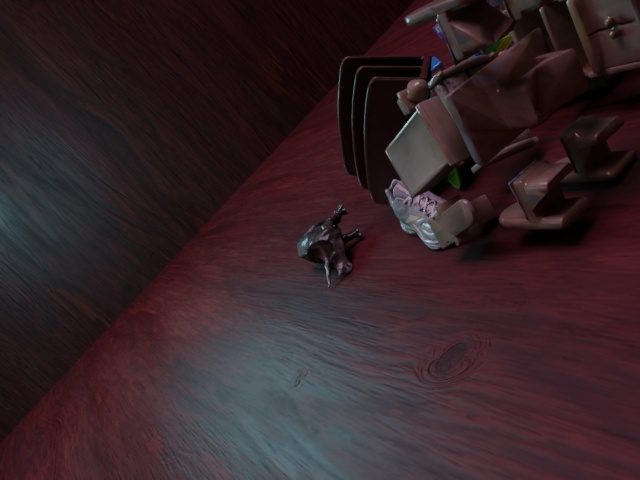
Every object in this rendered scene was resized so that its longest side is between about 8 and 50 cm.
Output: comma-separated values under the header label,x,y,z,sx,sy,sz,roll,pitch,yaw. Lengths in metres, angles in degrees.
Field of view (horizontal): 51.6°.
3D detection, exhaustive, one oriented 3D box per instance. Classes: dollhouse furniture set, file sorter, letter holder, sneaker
label,x,y,z,sx,sy,sz,roll,pitch,yaw
dollhouse furniture set,0.336,-0.272,1.076,0.394,0.362,0.256,-38,19,-23
file sorter,0.318,-0.455,2.006,0.170,0.104,0.118,-40,18,15
letter holder,0.134,-0.247,1.492,0.214,0.302,0.152,4,34,11
sneaker,0.201,-0.063,1.325,0.099,0.121,0.262,-45,19,-8
dollhouse furniture set,0.319,-0.200,1.179,0.355,0.303,0.174,-25,-9,-19

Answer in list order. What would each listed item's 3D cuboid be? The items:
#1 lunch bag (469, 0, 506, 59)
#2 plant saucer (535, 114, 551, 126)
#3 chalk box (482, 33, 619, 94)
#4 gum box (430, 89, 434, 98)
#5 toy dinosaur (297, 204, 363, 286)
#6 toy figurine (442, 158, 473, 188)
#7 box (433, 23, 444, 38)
label,x,y,z,sx,sy,sz,roll,pitch,yaw
lunch bag,0.496,-0.649,1.839,0.303,0.243,0.115,-49,16,3
plant saucer,0.459,-0.268,1.401,0.083,0.013,0.083,-40,18,15
chalk box,0.506,-0.404,1.318,0.180,0.179,0.289,-46,19,-23
gum box,0.255,-0.363,1.876,0.157,0.041,0.184,-29,60,41
toy dinosaur,0.000,0.000,1.643,0.160,0.121,0.313,-35,18,-17
toy figurine,0.331,-0.202,1.433,0.159,0.130,0.173,-30,-7,-1
box,0.553,-0.848,2.344,0.201,0.057,0.293,-46,11,-27
